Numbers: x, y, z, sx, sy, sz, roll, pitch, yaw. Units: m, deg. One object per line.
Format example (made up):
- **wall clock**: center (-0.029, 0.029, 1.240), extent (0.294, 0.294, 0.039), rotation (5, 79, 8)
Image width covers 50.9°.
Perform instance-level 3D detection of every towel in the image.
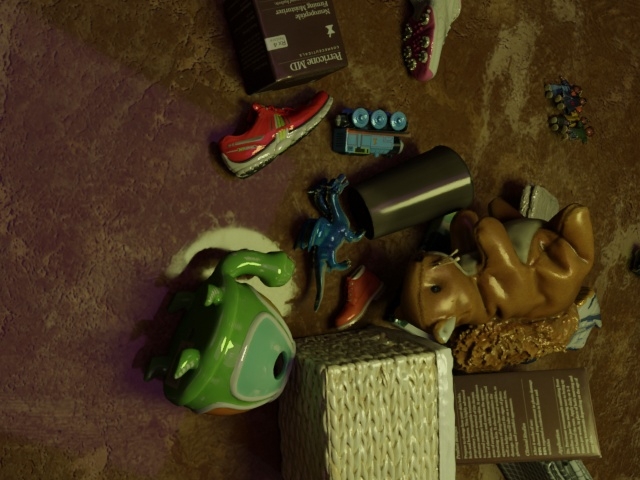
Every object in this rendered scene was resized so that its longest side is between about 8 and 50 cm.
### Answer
- **towel**: center (0.545, 0.571, 1.622), extent (0.121, 0.235, 0.283), rotation (-36, 105, -15)
- **towel**: center (0.519, 0.009, 1.660), extent (0.187, 0.049, 0.282), rotation (19, 83, -52)

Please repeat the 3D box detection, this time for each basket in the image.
- **basket**: center (0.079, 0.362, 1.355), extent (0.267, 0.328, 0.331), rotation (-4, 93, -21)
- **basket**: center (0.189, -0.099, 1.481), extent (0.227, 0.204, 0.154), rotation (-22, 100, -14)

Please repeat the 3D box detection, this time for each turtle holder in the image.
- **turtle holder**: center (-0.172, 0.182, 1.298), extent (0.228, 0.243, 0.320), rotation (27, 45, -24)

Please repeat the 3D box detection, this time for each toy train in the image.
- **toy train**: center (0.114, -0.238, 1.497), extent (0.184, 0.080, 0.105), rotation (-1, 100, -27)

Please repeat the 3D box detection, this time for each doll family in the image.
- **doll family**: center (0.651, -0.339, 1.746), extent (0.112, 0.076, 0.192), rotation (-8, 91, -20)

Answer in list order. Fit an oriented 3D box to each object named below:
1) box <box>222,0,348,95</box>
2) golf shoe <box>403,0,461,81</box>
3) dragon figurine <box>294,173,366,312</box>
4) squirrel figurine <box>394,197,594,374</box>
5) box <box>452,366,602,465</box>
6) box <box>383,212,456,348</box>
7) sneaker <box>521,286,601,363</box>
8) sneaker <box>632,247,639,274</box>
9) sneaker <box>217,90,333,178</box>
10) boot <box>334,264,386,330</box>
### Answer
- **box**: center (-0.073, -0.419, 1.355), extent (0.169, 0.167, 0.203), rotation (-20, 99, -24)
- **golf shoe**: center (0.270, -0.516, 1.547), extent (0.140, 0.115, 0.306), rotation (2, 91, -28)
- **dragon figurine**: center (0.000, 0.000, 1.440), extent (0.144, 0.085, 0.289), rotation (33, 77, -22)
- **squirrel figurine**: center (0.353, 0.132, 1.417), extent (0.371, 0.281, 0.396), rotation (-25, 113, -21)
- **box**: center (0.391, 0.392, 1.472), extent (0.382, 0.143, 0.191), rotation (-5, 71, 9)
- **box**: center (0.315, 0.101, 1.603), extent (0.232, 0.058, 0.321), rotation (31, 77, -22)
- **sneaker**: center (0.618, 0.244, 1.718), extent (0.297, 0.112, 0.130), rotation (-33, 106, -19)
- **sneaker**: center (0.956, 0.070, 1.812), extent (0.164, 0.226, 0.086), rotation (24, 73, -20)
- **sneaker**: center (-0.090, -0.245, 1.389), extent (0.279, 0.107, 0.118), rotation (-39, 97, -22)
- **boot**: center (0.070, 0.127, 1.494), extent (0.084, 0.059, 0.158), rotation (49, 63, -14)
